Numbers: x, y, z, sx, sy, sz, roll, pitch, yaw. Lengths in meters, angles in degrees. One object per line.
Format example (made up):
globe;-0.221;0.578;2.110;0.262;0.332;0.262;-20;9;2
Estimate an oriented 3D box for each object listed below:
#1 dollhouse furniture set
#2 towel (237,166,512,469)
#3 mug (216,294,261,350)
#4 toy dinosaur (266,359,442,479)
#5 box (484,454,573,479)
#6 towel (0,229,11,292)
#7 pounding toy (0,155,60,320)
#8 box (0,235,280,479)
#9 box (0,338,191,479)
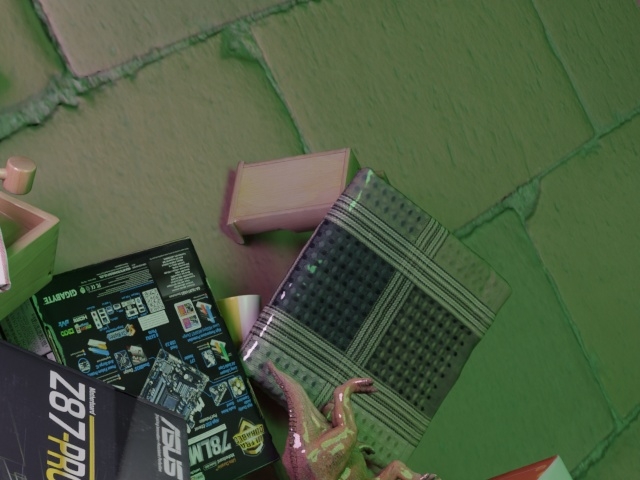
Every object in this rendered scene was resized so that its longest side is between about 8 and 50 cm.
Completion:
dollhouse furniture set;0.000;0.000;2.441;0.242;0.161;0.212;60;29;-46
towel;0.068;0.108;2.341;0.324;0.056;0.312;39;80;-35
mug;-0.108;0.106;2.284;0.062;0.078;0.064;47;33;-81
toy dinosaur;0.009;0.288;2.201;0.200;0.127;0.296;-42;109;-32
box;0.191;0.442;2.313;0.345;0.215;0.168;-34;97;-54
towel;-0.417;0.008;1.845;0.029;0.197;0.144;86;-11;-67
pounding toy;-0.371;-0.011;1.972;0.181;0.094;0.206;24;34;16
box;-0.203;0.164;2.105;0.295;0.073;0.293;-18;85;-54
box;-0.278;0.255;1.752;0.318;0.097;0.395;27;24;-19
